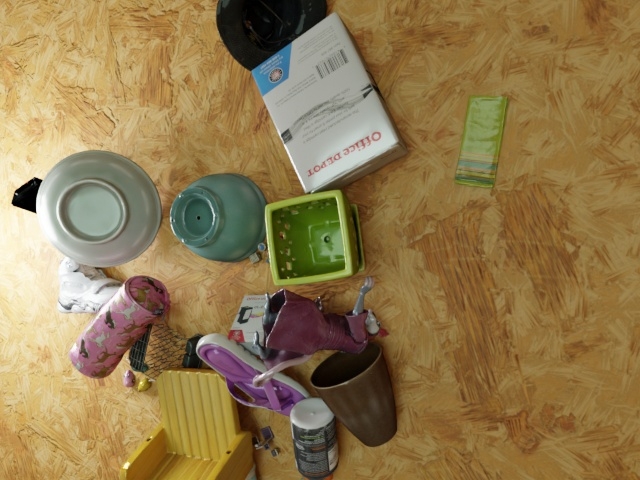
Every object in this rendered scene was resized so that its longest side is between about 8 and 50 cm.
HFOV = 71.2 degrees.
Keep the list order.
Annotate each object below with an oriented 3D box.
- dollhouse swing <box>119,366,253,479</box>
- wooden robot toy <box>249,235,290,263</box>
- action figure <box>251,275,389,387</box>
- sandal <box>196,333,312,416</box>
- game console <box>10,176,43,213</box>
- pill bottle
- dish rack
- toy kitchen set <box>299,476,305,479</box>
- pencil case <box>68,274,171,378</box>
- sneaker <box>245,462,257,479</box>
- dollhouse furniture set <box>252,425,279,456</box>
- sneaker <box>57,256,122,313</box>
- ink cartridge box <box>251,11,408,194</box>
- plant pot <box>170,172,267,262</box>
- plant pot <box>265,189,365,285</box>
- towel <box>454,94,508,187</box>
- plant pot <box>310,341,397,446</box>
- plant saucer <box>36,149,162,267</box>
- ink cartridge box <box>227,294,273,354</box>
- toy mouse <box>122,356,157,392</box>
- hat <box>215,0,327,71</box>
[{"bbox_3d":[-0.423,0.600,1.331,0.346,0.315,0.305,-4,112,25],"label":"dollhouse swing"},{"bbox_3d":[-0.152,0.028,1.373,0.173,0.079,0.076,-13,87,20],"label":"wooden robot toy"},{"bbox_3d":[0.020,0.247,1.192,0.369,0.248,0.276,10,61,-17],"label":"action figure"},{"bbox_3d":[-0.199,0.429,1.304,0.416,0.102,0.169,39,127,-16],"label":"sandal"},{"bbox_3d":[-0.879,-0.201,1.582,0.361,0.213,0.044,-33,70,7],"label":"game console"},{"bbox_3d":[-0.014,0.593,1.295,0.130,0.130,0.246,4,111,21],"label":"pill bottle"},{"bbox_3d":[-0.537,0.389,1.538,0.271,0.074,0.208,18,96,21],"label":"dish rack"},{"bbox_3d":[-0.008,0.762,1.372,0.068,0.075,0.083,-40,115,-19],"label":"toy kitchen set"},{"bbox_3d":[-0.654,0.286,1.459,0.386,0.160,0.167,-44,89,18],"label":"pencil case"},{"bbox_3d":[-0.372,0.804,1.454,0.365,0.135,0.150,-11,87,23],"label":"sneaker"},{"bbox_3d":[-0.205,0.662,1.412,0.114,0.081,0.091,-28,82,19],"label":"dollhouse furniture set"},{"bbox_3d":[-0.802,0.146,1.591,0.365,0.137,0.210,-6,92,24],"label":"sneaker"},{"bbox_3d":[0.028,-0.357,1.245,0.285,0.166,0.395,-26,82,20],"label":"ink cartridge box"},{"bbox_3d":[-0.331,-0.070,1.376,0.292,0.196,0.293,1,92,20],"label":"plant pot"},{"bbox_3d":[0.000,0.000,1.240,0.227,0.207,0.228,-9,84,21],"label":"plant pot"},{"bbox_3d":[0.423,-0.260,1.176,0.102,0.021,0.237,10,95,19],"label":"towel"},{"bbox_3d":[0.116,0.438,1.232,0.215,0.215,0.231,-23,97,20],"label":"plant pot"},{"bbox_3d":[-0.743,-0.100,1.487,0.400,0.100,0.401,-1,98,-9],"label":"plant saucer"},{"bbox_3d":[-0.189,0.250,1.341,0.127,0.175,0.072,-5,132,20],"label":"ink cartridge box"},{"bbox_3d":[-0.673,0.484,1.610,0.161,0.031,0.143,-37,79,18],"label":"toy mouse"},{"bbox_3d":[-0.149,-0.661,1.306,0.331,0.331,0.134,-55,31,14],"label":"hat"}]
